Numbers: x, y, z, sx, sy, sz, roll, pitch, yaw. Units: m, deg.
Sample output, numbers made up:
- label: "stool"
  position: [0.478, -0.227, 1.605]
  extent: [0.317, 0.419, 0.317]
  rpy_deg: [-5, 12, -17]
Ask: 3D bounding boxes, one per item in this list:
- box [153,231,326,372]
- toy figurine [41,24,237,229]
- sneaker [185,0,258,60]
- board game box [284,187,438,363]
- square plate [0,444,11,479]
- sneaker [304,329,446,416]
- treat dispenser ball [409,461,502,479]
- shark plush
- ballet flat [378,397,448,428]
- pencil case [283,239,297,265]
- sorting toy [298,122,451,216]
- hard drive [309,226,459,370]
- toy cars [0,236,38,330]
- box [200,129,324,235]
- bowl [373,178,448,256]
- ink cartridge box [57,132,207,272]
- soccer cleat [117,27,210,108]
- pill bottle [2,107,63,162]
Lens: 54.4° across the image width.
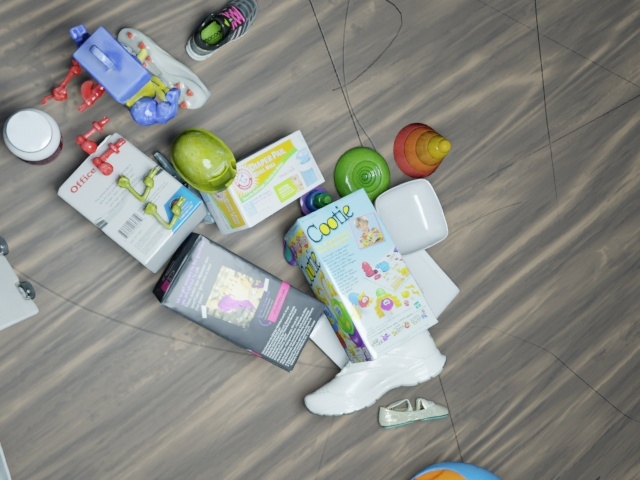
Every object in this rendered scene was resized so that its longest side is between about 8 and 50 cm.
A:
- label: "box"
  position: [-0.154, 0.110, 1.156]
  extent: [0.270, 0.165, 0.143]
  rpy_deg: [32, 82, -18]
- label: "toy figurine"
  position: [-0.310, -0.210, 0.970]
  extent: [0.191, 0.217, 0.362]
  rpy_deg: [-42, 80, -9]
- label: "sneaker"
  position: [-0.178, -0.406, 1.173]
  extent: [0.170, 0.075, 0.063]
  rpy_deg: [-42, 105, -14]
- label: "board game box"
  position: [0.067, 0.069, 1.149]
  extent: [0.144, 0.142, 0.275]
  rpy_deg: [-27, 84, -18]
- label: "square plate"
  position: [-0.725, 0.310, 1.019]
  extent: [0.344, 0.049, 0.347]
  rpy_deg: [-13, 97, -19]
- label: "sneaker"
  position: [0.098, 0.256, 1.248]
  extent: [0.297, 0.111, 0.129]
  rpy_deg: [-24, 89, -9]
- label: "treat dispenser ball"
  position: [0.283, 0.604, 1.270]
  extent: [0.288, 0.288, 0.288]
  rpy_deg: [-1, 93, -20]
- label: "shark plush"
  position: [-0.248, -0.101, 1.164]
  extent: [0.073, 0.067, 0.161]
  rpy_deg: [-27, 101, -17]
- label: "ballet flat"
  position: [0.206, 0.370, 1.358]
  extent: [0.168, 0.057, 0.052]
  rpy_deg: [-5, 84, -20]
- label: "pencil case"
  position: [0.000, 0.000, 1.260]
  extent: [0.151, 0.064, 0.070]
  rpy_deg: [-16, 61, -19]
- label: "sorting toy"
  position: [0.128, -0.142, 1.270]
  extent: [0.365, 0.126, 0.127]
  rpy_deg: [-26, 101, -18]
- label: "hard drive"
  position: [0.136, 0.150, 1.329]
  extent: [0.307, 0.040, 0.203]
  rpy_deg: [-46, 106, -12]
- label: "toy cars"
  position: [-0.652, 0.035, 1.011]
  extent: [0.393, 0.087, 0.176]
  rpy_deg: [25, 48, -21]
- label: "box"
  position: [-0.111, -0.108, 1.162]
  extent: [0.203, 0.103, 0.114]
  rpy_deg: [-36, 105, -36]
- label: "bowl"
  position: [0.180, -0.046, 1.293]
  extent: [0.142, 0.053, 0.142]
  rpy_deg: [-22, 92, -19]
- label: "ink cartridge box"
  position: [-0.326, -0.066, 1.094]
  extent: [0.203, 0.086, 0.148]
  rpy_deg: [39, 78, 6]
- label: "soccer cleat"
  position: [-0.289, -0.315, 1.149]
  extent: [0.196, 0.076, 0.068]
  rpy_deg: [42, 119, -2]
- label: "pill bottle"
  position: [-0.476, -0.172, 1.034]
  extent: [0.086, 0.152, 0.086]
  rpy_deg: [-1, 93, -20]
